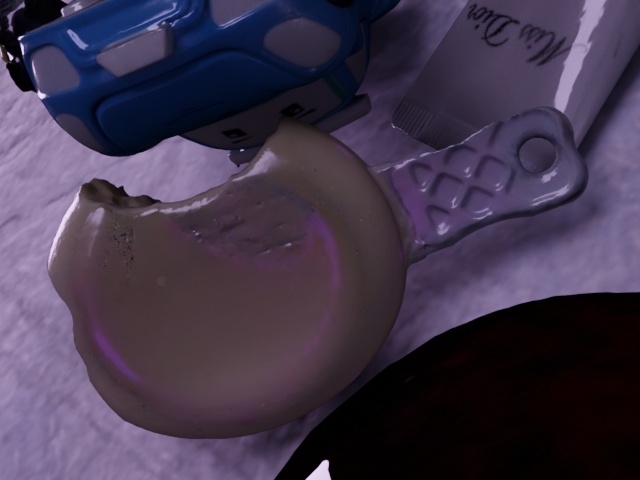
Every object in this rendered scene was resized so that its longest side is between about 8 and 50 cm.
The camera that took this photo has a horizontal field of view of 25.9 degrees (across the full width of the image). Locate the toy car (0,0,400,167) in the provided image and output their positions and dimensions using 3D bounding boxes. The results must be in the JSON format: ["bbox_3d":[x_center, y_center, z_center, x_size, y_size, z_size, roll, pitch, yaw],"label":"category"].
[{"bbox_3d":[-0.048,-0.123,0.805,0.198,0.166,0.314,-21,17,18],"label":"toy car"}]

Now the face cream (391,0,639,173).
[{"bbox_3d":[0.167,-0.175,0.796,0.143,0.089,0.314,33,91,48],"label":"face cream"}]

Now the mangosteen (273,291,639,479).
[{"bbox_3d":[0.122,0.169,0.408,0.347,0.307,0.306,7,56,5],"label":"mangosteen"}]

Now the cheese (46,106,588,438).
[{"bbox_3d":[0.000,0.000,0.735,0.286,0.163,0.082,-25,4,8],"label":"cheese"}]
